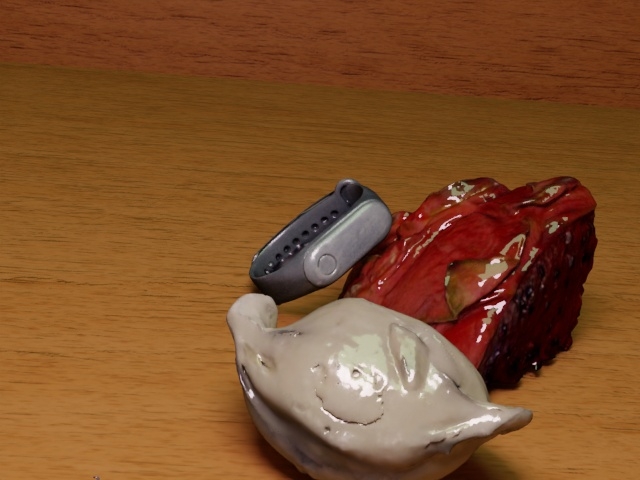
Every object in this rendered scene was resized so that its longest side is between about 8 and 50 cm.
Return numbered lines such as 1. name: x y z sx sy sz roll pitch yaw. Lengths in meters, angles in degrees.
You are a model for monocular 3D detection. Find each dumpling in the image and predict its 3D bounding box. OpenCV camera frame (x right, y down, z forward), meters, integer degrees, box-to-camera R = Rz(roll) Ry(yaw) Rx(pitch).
1. dumpling: 0.050 0.168 1.054 0.318 0.187 0.243 21 -14 16

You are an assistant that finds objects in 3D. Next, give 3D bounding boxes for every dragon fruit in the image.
1. dragon fruit: 0.143 0.021 1.293 0.329 0.227 0.286 25 31 36

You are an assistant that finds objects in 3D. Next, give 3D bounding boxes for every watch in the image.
1. watch: 0.000 0.000 1.374 0.206 0.068 0.193 -44 19 -19

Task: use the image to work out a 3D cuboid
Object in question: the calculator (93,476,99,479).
1. calculator: -0.183 0.264 0.856 0.299 0.041 0.185 1 22 -15
